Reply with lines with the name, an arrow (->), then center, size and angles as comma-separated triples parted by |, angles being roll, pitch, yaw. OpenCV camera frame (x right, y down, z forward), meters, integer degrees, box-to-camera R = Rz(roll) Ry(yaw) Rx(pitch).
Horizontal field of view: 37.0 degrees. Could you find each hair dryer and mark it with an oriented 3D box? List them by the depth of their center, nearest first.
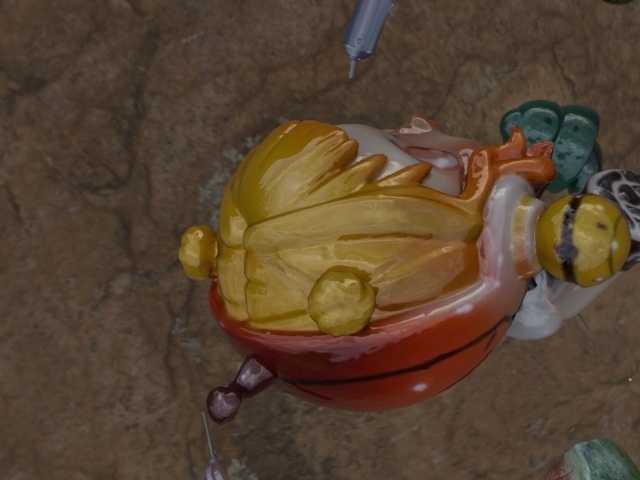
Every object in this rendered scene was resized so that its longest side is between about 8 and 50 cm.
hair dryer -> 0.038, -0.130, 0.470 | 0.063, 0.037, 0.114 | 21, 105, 2

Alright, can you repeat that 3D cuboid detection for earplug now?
earplug -> 0.423, -0.121, 1.718 | 0.280, 0.164, 0.257 | 32, 97, -9

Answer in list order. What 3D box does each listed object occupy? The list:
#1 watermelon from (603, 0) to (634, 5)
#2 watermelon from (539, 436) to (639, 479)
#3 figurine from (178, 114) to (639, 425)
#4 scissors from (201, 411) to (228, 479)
watermelon -> 0.458, -0.413, 1.456 | 0.108, 0.109, 0.109 | -3, 81, 18
watermelon -> 0.391, 0.452, 1.569 | 0.257, 0.192, 0.140 | -49, 61, 30
figurine -> 0.059, 0.011, 0.670 | 0.320, 0.323, 0.196 | 13, 106, 52
scissors -> -0.146, 0.304, 1.326 | 0.015, 0.100, 0.189 | -26, 39, -1
